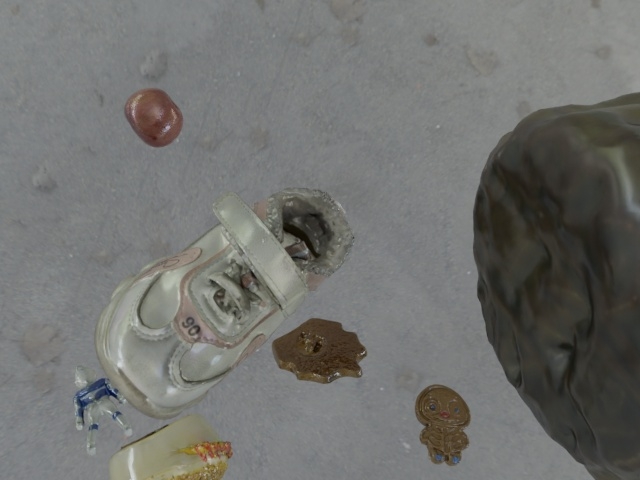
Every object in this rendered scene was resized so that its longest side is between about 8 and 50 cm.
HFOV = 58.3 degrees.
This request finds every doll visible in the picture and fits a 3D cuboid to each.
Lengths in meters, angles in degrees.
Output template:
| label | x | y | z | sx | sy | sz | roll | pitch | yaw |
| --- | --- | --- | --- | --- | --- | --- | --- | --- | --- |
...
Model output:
| label | x | y | z | sx | sy | sz | roll | pitch | yaw |
| --- | --- | --- | --- | --- | --- | --- | --- | --- | --- |
| doll | -0.481 | 0.347 | 1.242 | 0.114 | 0.057 | 0.227 | -28 | 50 | -17 |

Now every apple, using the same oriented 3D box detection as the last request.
| label | x | y | z | sx | sy | sz | roll | pitch | yaw |
| --- | --- | --- | --- | --- | --- | --- | --- | --- | --- |
| apple | -0.418 | -0.316 | 1.460 | 0.120 | 0.153 | 0.153 | -36 | 89 | 7 |

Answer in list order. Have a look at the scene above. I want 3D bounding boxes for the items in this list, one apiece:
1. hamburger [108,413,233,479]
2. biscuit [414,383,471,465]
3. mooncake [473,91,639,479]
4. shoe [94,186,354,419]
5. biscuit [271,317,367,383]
| label | x | y | z | sx | sy | sz | roll | pitch | yaw |
| --- | --- | --- | --- | --- | --- | --- | --- | --- | --- |
| hamburger | -0.356 | 0.544 | 1.370 | 0.294 | 0.276 | 0.179 | -25 | 70 | -8 |
| biscuit | 0.264 | 0.389 | 1.227 | 0.124 | 0.026 | 0.175 | 8 | 49 | -5 |
| mooncake | 0.228 | 0.034 | 0.412 | 0.161 | 0.290 | 0.290 | -9 | 82 | -7 |
| shoe | -0.105 | 0.046 | 0.695 | 0.172 | 0.198 | 0.351 | 49 | 40 | -10 |
| biscuit | 0.007 | 0.244 | 1.232 | 0.182 | 0.215 | 0.034 | -27 | 125 | -35 |
